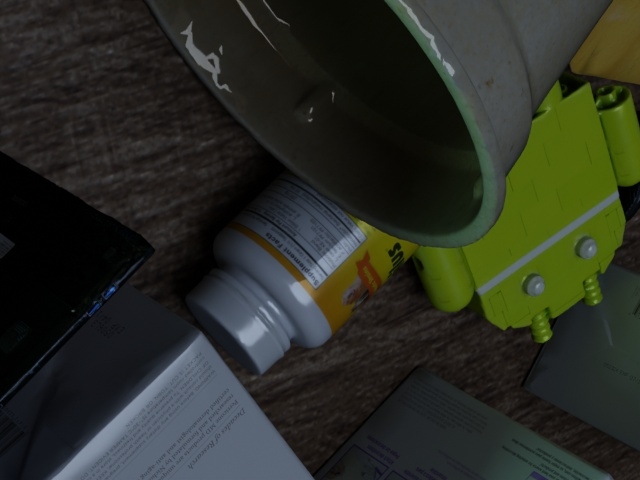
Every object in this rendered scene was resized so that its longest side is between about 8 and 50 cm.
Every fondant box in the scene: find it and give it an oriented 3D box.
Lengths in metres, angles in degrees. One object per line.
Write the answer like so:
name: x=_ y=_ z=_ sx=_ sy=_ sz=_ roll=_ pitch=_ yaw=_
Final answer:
fondant box: x=0.064 y=0.286 z=1.190 sx=0.330 sy=0.238 sz=0.096 roll=-44 pitch=128 yaw=-15

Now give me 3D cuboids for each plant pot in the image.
plant pot: x=0.082 y=-0.219 z=0.966 sx=0.305 sy=0.334 sz=0.334 roll=-46 pitch=127 yaw=-17

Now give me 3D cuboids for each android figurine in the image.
android figurine: x=0.182 y=-0.032 z=1.270 sx=0.248 sy=0.056 sz=0.273 roll=-32 pitch=123 yaw=-17

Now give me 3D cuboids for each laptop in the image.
laptop: x=-0.218 y=0.101 z=0.920 sx=0.264 sy=0.234 sz=0.136 roll=-47 pitch=128 yaw=-14

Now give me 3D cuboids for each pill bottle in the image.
pill bottle: x=0.000 y=0.000 z=1.117 sx=0.215 sy=0.117 sz=0.117 roll=-44 pitch=127 yaw=-14

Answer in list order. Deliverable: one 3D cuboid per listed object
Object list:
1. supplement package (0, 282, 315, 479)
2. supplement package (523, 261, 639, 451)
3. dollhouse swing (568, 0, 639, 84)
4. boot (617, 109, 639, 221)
supplement package: x=-0.118 y=0.191 z=1.062 sx=0.175 sy=0.177 sz=0.293 roll=-45 pitch=126 yaw=-15
supplement package: x=0.345 y=0.140 z=1.369 sx=0.203 sy=0.194 sz=0.149 roll=28 pitch=90 yaw=-40
dollhouse swing: x=0.353 y=-0.343 z=1.288 sx=0.346 sy=0.305 sz=0.315 roll=3 pitch=63 yaw=-36
boot: x=0.318 y=-0.064 z=1.376 sx=0.099 sy=0.045 sz=0.121 roll=12 pitch=101 yaw=-44
